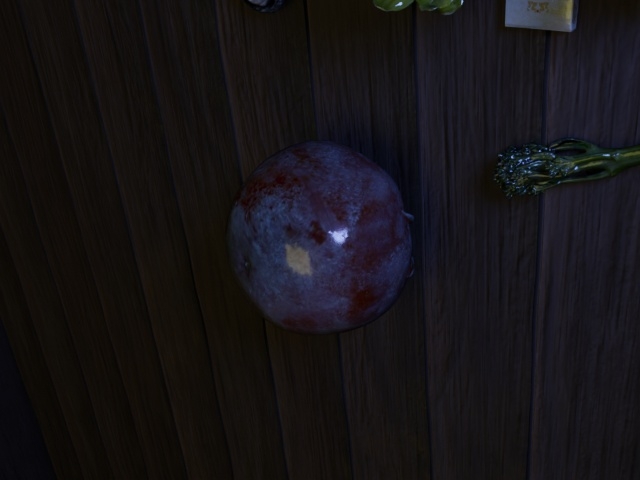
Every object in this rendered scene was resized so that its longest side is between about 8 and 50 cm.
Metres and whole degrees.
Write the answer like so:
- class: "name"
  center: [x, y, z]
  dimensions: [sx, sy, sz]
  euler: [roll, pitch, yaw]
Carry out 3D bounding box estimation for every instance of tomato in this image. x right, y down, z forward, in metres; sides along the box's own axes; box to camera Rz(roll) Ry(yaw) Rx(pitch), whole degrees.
- class: "tomato"
  center: [0.000, 0.000, 1.221]
  dimensions: [0.316, 0.282, 0.317]
  euler: [39, 138, 47]

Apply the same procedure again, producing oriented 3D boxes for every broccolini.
- class: "broccolini"
  center: [0.386, -0.114, 0.947]
  dimensions: [0.392, 0.074, 0.079]
  euler: [-13, 114, 46]

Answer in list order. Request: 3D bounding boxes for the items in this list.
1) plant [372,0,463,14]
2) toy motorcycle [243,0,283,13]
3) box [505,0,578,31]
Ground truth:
- class: "plant"
  center: [0.103, -0.411, 0.850]
  dimensions: [0.261, 0.297, 0.306]
  euler: [12, 103, 49]
- class: "toy motorcycle"
  center: [-0.086, -0.499, 1.098]
  dimensions: [0.223, 0.108, 0.340]
  euler: [46, 144, 0]
- class: "box"
  center: [0.275, -0.345, 0.938]
  dimensions: [0.090, 0.024, 0.167]
  euler: [16, 124, 33]
